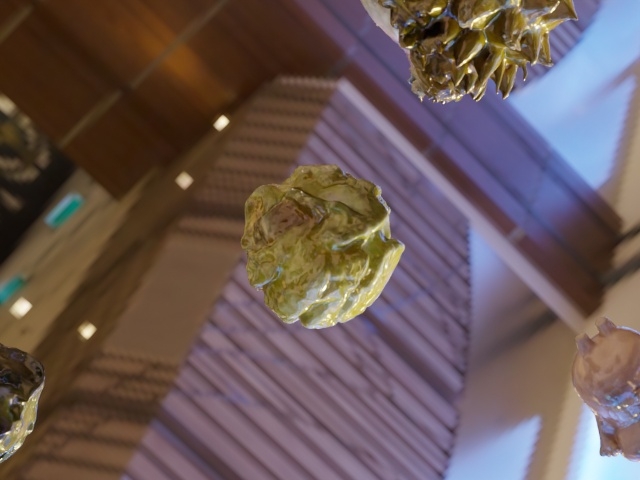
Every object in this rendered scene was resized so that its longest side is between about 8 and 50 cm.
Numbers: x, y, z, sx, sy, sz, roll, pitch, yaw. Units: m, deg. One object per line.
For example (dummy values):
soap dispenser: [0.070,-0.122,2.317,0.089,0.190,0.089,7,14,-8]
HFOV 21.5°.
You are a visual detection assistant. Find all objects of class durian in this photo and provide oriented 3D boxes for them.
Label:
durian: [0.051,-0.183,0.924,0.140,0.224,0.078,-37,171,31]

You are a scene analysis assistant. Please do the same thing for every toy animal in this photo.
toy animal: [0.252,0.119,1.325,0.083,0.150,0.089,-17,-143,40]

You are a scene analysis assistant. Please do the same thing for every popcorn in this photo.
popcorn: [0.000,0.000,1.190,0.106,0.116,0.120,-42,-170,44]

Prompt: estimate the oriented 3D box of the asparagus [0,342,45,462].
asparagus: [-0.322,0.174,1.278,0.382,0.128,0.108,-48,-161,48]
